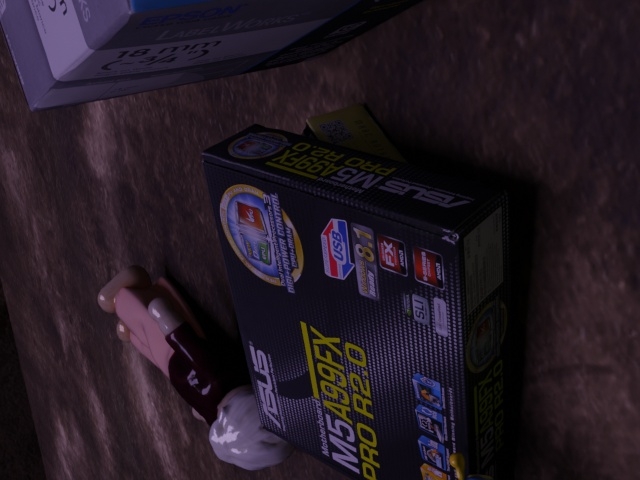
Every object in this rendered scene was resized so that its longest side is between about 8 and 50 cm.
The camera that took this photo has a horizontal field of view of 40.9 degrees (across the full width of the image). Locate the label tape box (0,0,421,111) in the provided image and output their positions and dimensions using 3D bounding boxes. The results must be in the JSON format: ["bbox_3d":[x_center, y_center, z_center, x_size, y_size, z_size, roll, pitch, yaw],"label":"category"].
[{"bbox_3d":[-0.032,-0.176,0.490,0.334,0.241,0.105,-10,97,60],"label":"label tape box"}]

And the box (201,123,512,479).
[{"bbox_3d":[0.030,0.066,0.621,0.216,0.060,0.270,20,131,37],"label":"box"}]

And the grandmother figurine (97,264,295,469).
[{"bbox_3d":[-0.146,0.146,1.007,0.342,0.104,0.208,34,161,43],"label":"grandmother figurine"}]

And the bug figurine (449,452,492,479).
[{"bbox_3d":[0.177,0.220,0.472,0.279,0.072,0.216,-18,84,48],"label":"bug figurine"}]

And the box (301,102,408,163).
[{"bbox_3d":[0.000,0.000,0.715,0.087,0.058,0.232,56,147,22],"label":"box"}]
